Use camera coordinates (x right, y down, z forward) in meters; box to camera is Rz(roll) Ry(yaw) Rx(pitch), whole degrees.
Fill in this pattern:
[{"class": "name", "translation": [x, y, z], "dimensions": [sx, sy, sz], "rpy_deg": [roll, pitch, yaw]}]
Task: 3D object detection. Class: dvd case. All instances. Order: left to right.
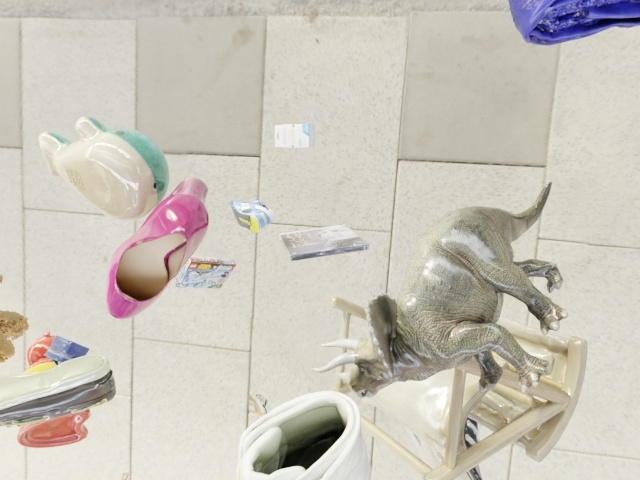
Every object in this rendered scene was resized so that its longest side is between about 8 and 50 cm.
[{"class": "dvd case", "translation": [0.000, 0.000, 1.025], "dimensions": [0.164, 0.221, 0.018], "rpy_deg": [-8, 103, -9]}]

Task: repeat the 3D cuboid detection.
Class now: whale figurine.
[{"class": "whale figurine", "translation": [-0.419, -0.149, 0.908], "dimensions": [0.272, 0.141, 0.216], "rpy_deg": [17, 131, 20]}]

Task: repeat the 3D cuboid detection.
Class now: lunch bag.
[{"class": "lunch bag", "translation": [-0.634, 0.285, 1.153], "dimensions": [0.098, 0.067, 0.065], "rpy_deg": [5, 61, 37]}]

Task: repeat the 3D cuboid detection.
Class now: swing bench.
[{"class": "swing bench", "translation": [0.171, 0.183, 0.643], "dimensions": [0.254, 0.253, 0.165], "rpy_deg": [4, 94, -29]}]

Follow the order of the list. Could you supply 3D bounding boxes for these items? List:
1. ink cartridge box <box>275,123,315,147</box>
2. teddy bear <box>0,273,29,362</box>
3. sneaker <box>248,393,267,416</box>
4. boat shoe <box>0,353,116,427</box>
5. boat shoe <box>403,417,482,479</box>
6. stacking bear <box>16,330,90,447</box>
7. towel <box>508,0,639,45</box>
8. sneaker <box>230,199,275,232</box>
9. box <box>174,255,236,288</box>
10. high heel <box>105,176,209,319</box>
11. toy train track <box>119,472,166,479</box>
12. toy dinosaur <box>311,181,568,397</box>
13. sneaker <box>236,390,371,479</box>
[{"class": "ink cartridge box", "translation": [-0.054, -0.219, 0.966], "dimensions": [0.083, 0.028, 0.048], "rpy_deg": [7, 103, 27]}, {"class": "teddy bear", "translation": [-0.775, 0.156, 0.997], "dimensions": [0.113, 0.245, 0.338], "rpy_deg": [-43, 71, 3]}, {"class": "sneaker", "translation": [-0.132, 0.363, 1.028], "dimensions": [0.037, 0.083, 0.032], "rpy_deg": [1, 99, -28]}, {"class": "boat shoe", "translation": [-0.419, 0.232, 0.663], "dimensions": [0.227, 0.081, 0.069], "rpy_deg": [-12, 111, -16]}, {"class": "boat shoe", "translation": [0.251, 0.343, 0.831], "dimensions": [0.158, 0.340, 0.127], "rpy_deg": [-20, 132, -12]}, {"class": "stacking bear", "translation": [-0.733, 0.389, 1.255], "dimensions": [0.289, 0.164, 0.175], "rpy_deg": [61, 138, 37]}, {"class": "towel", "translation": [0.253, -0.318, 0.405], "dimensions": [0.227, 0.076, 0.308], "rpy_deg": [-6, 70, -5]}, {"class": "sneaker", "translation": [-0.150, -0.060, 1.005], "dimensions": [0.059, 0.144, 0.053], "rpy_deg": [-32, 126, -23]}, {"class": "box", "translation": [-0.302, 0.085, 1.210], "dimensions": [0.094, 0.137, 0.027], "rpy_deg": [-54, 51, 25]}, {"class": "high heel", "translation": [-0.328, 0.057, 0.856], "dimensions": [0.127, 0.181, 0.377], "rpy_deg": [26, 117, -20]}, {"class": "toy train track", "translation": [-0.242, 0.324, 0.601], "dimensions": [0.083, 0.014, 0.048], "rpy_deg": [16, 109, -36]}, {"class": "toy dinosaur", "translation": [0.143, 0.043, 0.447], "dimensions": [0.160, 0.121, 0.313], "rpy_deg": [35, 84, 3]}, {"class": "sneaker", "translation": [-0.078, 0.251, 0.422], "dimensions": [0.292, 0.169, 0.108], "rpy_deg": [-32, 48, -25]}]
